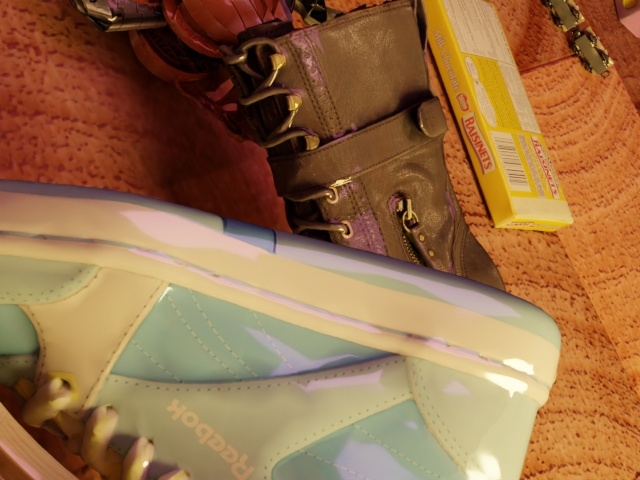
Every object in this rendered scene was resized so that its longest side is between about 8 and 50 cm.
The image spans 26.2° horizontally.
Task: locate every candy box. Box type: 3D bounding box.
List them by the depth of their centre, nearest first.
[{"bbox_3d":[0.139,-0.107,1.112,0.105,0.027,0.206,4,64,-57],"label":"candy box"}]

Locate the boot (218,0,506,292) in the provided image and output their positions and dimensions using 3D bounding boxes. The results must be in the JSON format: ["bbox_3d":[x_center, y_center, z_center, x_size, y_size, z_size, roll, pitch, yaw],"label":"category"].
[{"bbox_3d":[0.000,0.000,0.712,0.263,0.091,0.229,-35,108,-45],"label":"boot"}]

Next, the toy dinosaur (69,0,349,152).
[{"bbox_3d":[-0.057,-0.152,0.797,0.218,0.164,0.322,-43,123,-42],"label":"toy dinosaur"}]

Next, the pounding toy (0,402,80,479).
[{"bbox_3d":[-0.105,0.159,0.448,0.269,0.154,0.155,55,33,-12],"label":"pounding toy"}]

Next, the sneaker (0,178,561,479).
[{"bbox_3d":[-0.061,0.098,0.553,0.319,0.127,0.208,12,78,-11],"label":"sneaker"}]

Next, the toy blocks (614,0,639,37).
[{"bbox_3d":[0.414,-0.389,1.493,0.309,0.260,0.289,26,48,-44],"label":"toy blocks"}]

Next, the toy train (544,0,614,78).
[{"bbox_3d":[0.238,-0.226,1.343,0.158,0.027,0.036,54,22,-13],"label":"toy train"}]
